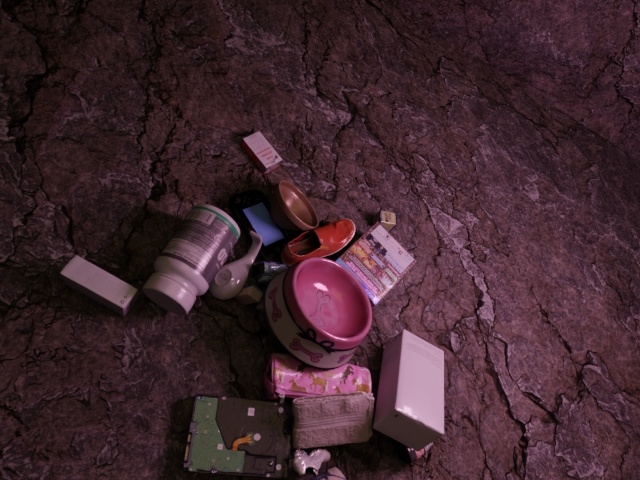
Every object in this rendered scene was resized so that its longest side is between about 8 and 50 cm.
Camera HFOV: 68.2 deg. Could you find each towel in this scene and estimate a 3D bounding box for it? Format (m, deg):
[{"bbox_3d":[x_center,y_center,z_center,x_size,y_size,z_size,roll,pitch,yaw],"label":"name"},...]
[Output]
[{"bbox_3d":[0.043,0.604,1.585,0.281,0.049,0.187,-2,105,-13],"label":"towel"}]

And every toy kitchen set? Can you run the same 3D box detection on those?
[{"bbox_3d":[-0.183,0.202,1.776,0.207,0.122,0.166,43,57,-21],"label":"toy kitchen set"}]

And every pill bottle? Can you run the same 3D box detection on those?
[{"bbox_3d":[-0.452,0.065,1.666,0.204,0.204,0.361,30,60,-5],"label":"pill bottle"}]

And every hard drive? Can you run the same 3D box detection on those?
[{"bbox_3d":[-0.264,0.643,1.553,0.338,0.064,0.237,11,63,-16],"label":"hard drive"}]

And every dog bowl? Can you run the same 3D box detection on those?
[{"bbox_3d":[0.009,0.236,1.673,0.407,0.150,0.408,24,41,-23],"label":"dog bowl"}]

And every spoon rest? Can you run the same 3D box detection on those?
[{"bbox_3d":[-0.308,0.098,1.761,0.137,0.084,0.276,31,76,22],"label":"spoon rest"}]

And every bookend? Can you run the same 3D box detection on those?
[{"bbox_3d":[0.060,0.014,1.955,0.156,0.072,0.158,13,63,-15],"label":"bookend"}]

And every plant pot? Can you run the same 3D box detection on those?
[{"bbox_3d":[-0.122,-0.117,1.899,0.237,0.109,0.237,43,23,-24],"label":"plant pot"}]

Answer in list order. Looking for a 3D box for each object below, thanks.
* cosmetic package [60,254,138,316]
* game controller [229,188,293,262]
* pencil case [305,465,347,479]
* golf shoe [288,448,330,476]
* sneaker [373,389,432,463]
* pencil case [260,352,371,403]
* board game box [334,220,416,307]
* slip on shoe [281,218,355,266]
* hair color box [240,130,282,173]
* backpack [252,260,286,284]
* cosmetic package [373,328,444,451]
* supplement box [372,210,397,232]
[{"bbox_3d":[-0.733,0.153,1.574,0.231,0.117,0.086,32,59,-5],"label":"cosmetic package"},{"bbox_3d":[-0.231,-0.060,1.885,0.166,0.067,0.319,-27,79,-28],"label":"game controller"},{"bbox_3d":[-0.072,0.865,1.468,0.409,0.160,0.184,-14,82,-25],"label":"pencil case"},{"bbox_3d":[-0.025,0.742,1.560,0.176,0.069,0.086,16,26,-42],"label":"golf shoe"},{"bbox_3d":[0.309,0.664,1.746,0.144,0.090,0.270,-14,68,-35],"label":"sneaker"},{"bbox_3d":[-0.008,0.499,1.660,0.385,0.160,0.167,12,68,-16],"label":"pencil case"},{"bbox_3d":[0.202,0.109,1.924,0.232,0.141,0.291,47,60,5],"label":"board game box"},{"bbox_3d":[0.000,0.000,1.841,0.331,0.101,0.123,-24,70,-21],"label":"slip on shoe"},{"bbox_3d":[-0.253,-0.378,2.030,0.093,0.053,0.167,-34,80,-30],"label":"hair color box"},{"bbox_3d":[-0.190,0.127,1.795,0.114,0.105,0.084,4,73,-27],"label":"backpack"},{"bbox_3d":[0.325,0.526,1.697,0.196,0.155,0.366,31,37,-6],"label":"cosmetic package"},{"bbox_3d":[0.281,-0.083,2.074,0.083,0.083,0.056,9,63,-15],"label":"supplement box"}]
